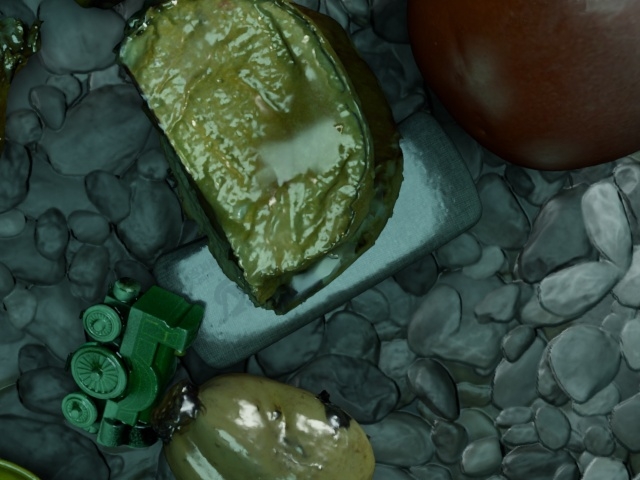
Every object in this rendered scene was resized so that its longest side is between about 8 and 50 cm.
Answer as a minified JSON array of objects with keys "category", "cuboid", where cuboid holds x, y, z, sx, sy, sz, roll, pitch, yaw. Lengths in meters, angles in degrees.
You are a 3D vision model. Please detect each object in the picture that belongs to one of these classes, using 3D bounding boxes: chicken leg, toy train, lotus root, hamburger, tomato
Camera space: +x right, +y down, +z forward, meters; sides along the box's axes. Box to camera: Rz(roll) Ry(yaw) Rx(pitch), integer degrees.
[{"category":"chicken leg","cuboid":[-0.338,-0.117,0.982,0.103,0.088,0.228,25,93,5]},{"category":"toy train","cuboid":[-0.179,0.119,0.994,0.104,0.071,0.178,22,118,6]},{"category":"lotus root","cuboid":[-0.042,0.208,1.000,0.257,0.140,0.154,37,96,-23]},{"category":"hamburger","cuboid":[-0.041,-0.105,0.940,0.211,0.132,0.309,-29,84,-8]},{"category":"tomato","cuboid":[0.237,-0.221,0.938,0.321,0.321,0.322,0,93,-7]}]

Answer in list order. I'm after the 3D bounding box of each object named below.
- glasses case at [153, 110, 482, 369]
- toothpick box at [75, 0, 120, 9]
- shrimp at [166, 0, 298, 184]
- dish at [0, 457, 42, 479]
[{"category":"glasses case","cuboid":[0.000,0.000,1.037,0.323,0.074,0.131,-30,94,-5]},{"category":"toothpick box","cuboid":[-0.219,-0.348,0.946,0.175,0.175,0.271,-31,99,-5]},{"category":"shrimp","cuboid":[-0.095,-0.158,1.034,0.150,0.051,0.217,42,79,-4]},{"category":"dish","cuboid":[-0.314,0.277,1.006,0.207,0.080,0.149,17,87,-6]}]
